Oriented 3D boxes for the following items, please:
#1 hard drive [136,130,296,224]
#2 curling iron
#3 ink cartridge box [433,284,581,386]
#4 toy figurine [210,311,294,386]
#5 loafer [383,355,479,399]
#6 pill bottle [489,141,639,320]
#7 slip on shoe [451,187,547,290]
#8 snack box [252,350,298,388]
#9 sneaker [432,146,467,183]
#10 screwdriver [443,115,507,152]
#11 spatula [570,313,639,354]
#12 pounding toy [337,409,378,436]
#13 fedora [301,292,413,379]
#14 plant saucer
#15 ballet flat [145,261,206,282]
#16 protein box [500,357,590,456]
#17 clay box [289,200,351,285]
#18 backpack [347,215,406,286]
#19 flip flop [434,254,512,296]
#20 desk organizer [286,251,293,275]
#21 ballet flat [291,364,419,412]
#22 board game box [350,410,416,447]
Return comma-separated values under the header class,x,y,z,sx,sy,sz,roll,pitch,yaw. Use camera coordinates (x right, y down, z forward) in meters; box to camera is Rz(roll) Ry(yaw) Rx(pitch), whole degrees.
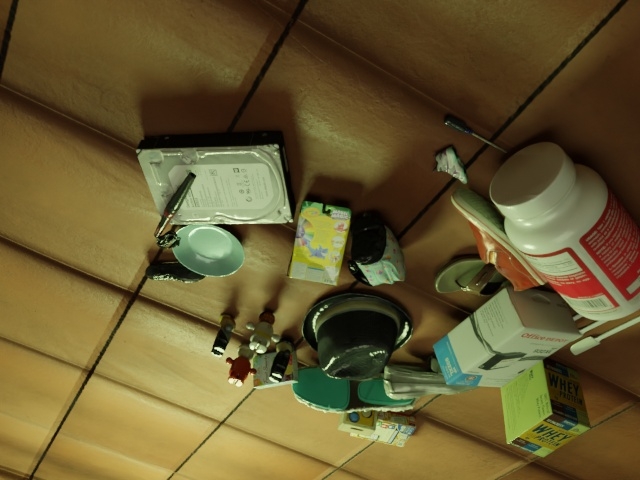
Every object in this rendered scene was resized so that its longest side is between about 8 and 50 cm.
class,x,y,z,sx,sy,sz,roll,pitch,yaw
hard drive,-0.241,-0.142,1.544,0.339,0.064,0.236,1,133,9
curling iron,-0.344,-0.071,1.558,0.068,0.035,0.274,19,134,-14
ink cartridge box,0.492,0.266,1.733,0.223,0.129,0.307,11,137,-31
toy figurine,-0.200,0.313,1.922,0.213,0.148,0.209,-11,125,21
loafer,0.347,0.402,1.940,0.320,0.112,0.111,-6,89,-6
pill bottle,0.557,-0.019,1.426,0.229,0.229,0.408,-30,123,31
slip on shoe,0.411,0.007,1.531,0.101,0.123,0.331,-36,115,26
snack box,-0.141,0.400,2.015,0.141,0.100,0.037,-14,153,22
sneaker,0.287,-0.162,1.465,0.069,0.038,0.098,-19,118,26
screwdriver,0.341,-0.230,1.406,0.170,0.024,0.025,19,105,-18
spatula,0.752,0.232,1.781,0.168,0.019,0.242,34,129,-21
pounding toy,0.144,0.556,2.117,0.141,0.130,0.100,14,146,-5
fedora,0.098,0.297,1.848,0.334,0.152,0.334,4,133,5
plant saucer,-0.294,0.017,1.719,0.195,0.037,0.195,4,134,4
ballet flat,-0.401,0.086,1.806,0.173,0.049,0.057,4,91,4
protein box,0.658,0.492,1.916,0.136,0.199,0.201,23,132,-14
clay box,0.000,0.000,1.626,0.128,0.053,0.222,10,118,-2
backpack,0.142,0.041,1.608,0.115,0.151,0.182,-3,145,24
flip flop,0.432,0.100,1.660,0.277,0.080,0.112,-3,133,11
desk organizer,-0.020,0.076,1.729,0.130,0.047,0.050,13,131,-4
ballet flat,0.105,0.480,2.045,0.409,0.147,0.147,6,134,3
board game box,0.215,0.641,2.231,0.194,0.045,0.146,14,134,-5
